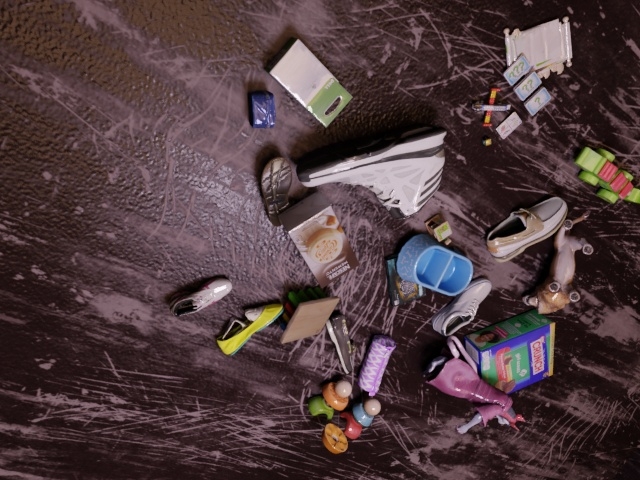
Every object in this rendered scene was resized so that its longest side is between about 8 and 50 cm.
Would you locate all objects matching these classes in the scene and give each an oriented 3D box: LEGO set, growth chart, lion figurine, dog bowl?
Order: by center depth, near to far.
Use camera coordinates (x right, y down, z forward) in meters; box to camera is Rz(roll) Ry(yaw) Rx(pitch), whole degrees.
[{"bbox_3d":[0.647,-0.561,1.513,0.237,0.021,0.171,-18,119,-12],"label":"growth chart"},{"bbox_3d":[0.565,-0.398,1.531,0.244,0.060,0.182,-44,121,11],"label":"LEGO set"},{"bbox_3d":[0.381,0.088,1.661,0.297,0.074,0.165,21,98,-34],"label":"dog bowl"},{"bbox_3d":[0.854,0.085,1.808,0.142,0.240,0.392,21,96,13],"label":"lion figurine"}]

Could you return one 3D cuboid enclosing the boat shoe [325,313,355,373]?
[{"bbox_3d":[0.078,0.342,1.687,0.069,0.081,0.227,-22,117,-5],"label":"boat shoe"}]

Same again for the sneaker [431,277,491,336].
[{"bbox_3d":[0.511,0.241,1.793,0.258,0.091,0.094,-45,120,4],"label":"sneaker"}]

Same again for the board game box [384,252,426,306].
[{"bbox_3d":[0.282,0.122,1.692,0.126,0.026,0.186,-17,118,-12],"label":"board game box"}]

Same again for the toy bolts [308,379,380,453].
[{"bbox_3d":[0.106,0.600,1.749,0.229,0.218,0.158,29,115,-36],"label":"toy bolts"}]

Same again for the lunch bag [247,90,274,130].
[{"bbox_3d":[-0.146,-0.330,1.302,0.065,0.067,0.098,-8,117,-16],"label":"lunch bag"}]

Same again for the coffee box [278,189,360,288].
[{"bbox_3d":[0.000,0.000,1.470,0.141,0.098,0.246,-32,130,-3],"label":"coffee box"}]

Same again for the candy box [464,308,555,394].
[{"bbox_3d":[0.721,0.439,1.944,0.317,0.122,0.268,-19,118,-12],"label":"candy box"}]

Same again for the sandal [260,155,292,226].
[{"bbox_3d":[-0.122,-0.138,1.411,0.090,0.060,0.219,-18,133,-14],"label":"sandal"}]

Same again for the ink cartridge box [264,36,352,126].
[{"bbox_3d":[-0.029,-0.404,1.314,0.209,0.062,0.109,38,97,-30],"label":"ink cartridge box"}]

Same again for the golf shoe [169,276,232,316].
[{"bbox_3d":[-0.336,0.168,1.454,0.186,0.086,0.067,-23,118,-10],"label":"golf shoe"}]

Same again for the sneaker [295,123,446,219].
[{"bbox_3d":[0.161,-0.155,1.437,0.448,0.169,0.257,-16,116,-15],"label":"sneaker"}]

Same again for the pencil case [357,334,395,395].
[{"bbox_3d":[0.195,0.425,1.765,0.086,0.088,0.206,5,113,-30],"label":"pencil case"}]

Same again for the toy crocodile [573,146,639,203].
[{"bbox_3d":[0.990,-0.215,1.749,0.341,0.105,0.115,29,101,-28],"label":"toy crocodile"}]

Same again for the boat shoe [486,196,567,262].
[{"bbox_3d":[0.692,-0.052,1.712,0.302,0.113,0.103,-39,126,2],"label":"boat shoe"}]

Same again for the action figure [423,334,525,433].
[{"bbox_3d":[0.557,0.521,1.803,0.370,0.248,0.275,29,107,14],"label":"action figure"}]

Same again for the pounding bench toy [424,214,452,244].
[{"bbox_3d":[0.380,-0.030,1.635,0.052,0.065,0.083,-34,120,-4],"label":"pounding bench toy"}]

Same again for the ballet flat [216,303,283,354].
[{"bbox_3d":[-0.219,0.254,1.547,0.231,0.077,0.077,-40,106,3],"label":"ballet flat"}]

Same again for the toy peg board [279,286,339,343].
[{"bbox_3d":[-0.050,0.221,1.577,0.161,0.079,0.160,-5,133,-44],"label":"toy peg board"}]
